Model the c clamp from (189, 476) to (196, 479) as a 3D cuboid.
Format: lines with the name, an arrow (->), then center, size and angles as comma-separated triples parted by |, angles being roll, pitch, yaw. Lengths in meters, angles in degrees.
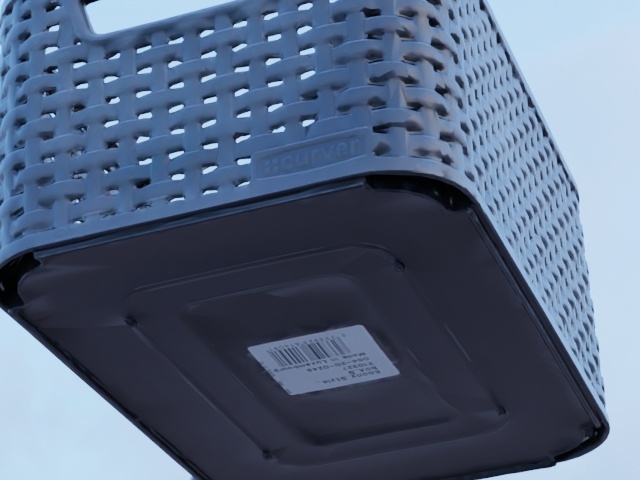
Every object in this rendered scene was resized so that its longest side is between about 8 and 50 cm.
c clamp -> 0.003, 0.130, 0.761 | 0.137, 0.160, 0.022 | 11, -58, 3

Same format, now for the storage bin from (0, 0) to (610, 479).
storage bin -> 0.000, 0.000, 0.523 | 0.122, 0.084, 0.180 | -12, -30, 16
